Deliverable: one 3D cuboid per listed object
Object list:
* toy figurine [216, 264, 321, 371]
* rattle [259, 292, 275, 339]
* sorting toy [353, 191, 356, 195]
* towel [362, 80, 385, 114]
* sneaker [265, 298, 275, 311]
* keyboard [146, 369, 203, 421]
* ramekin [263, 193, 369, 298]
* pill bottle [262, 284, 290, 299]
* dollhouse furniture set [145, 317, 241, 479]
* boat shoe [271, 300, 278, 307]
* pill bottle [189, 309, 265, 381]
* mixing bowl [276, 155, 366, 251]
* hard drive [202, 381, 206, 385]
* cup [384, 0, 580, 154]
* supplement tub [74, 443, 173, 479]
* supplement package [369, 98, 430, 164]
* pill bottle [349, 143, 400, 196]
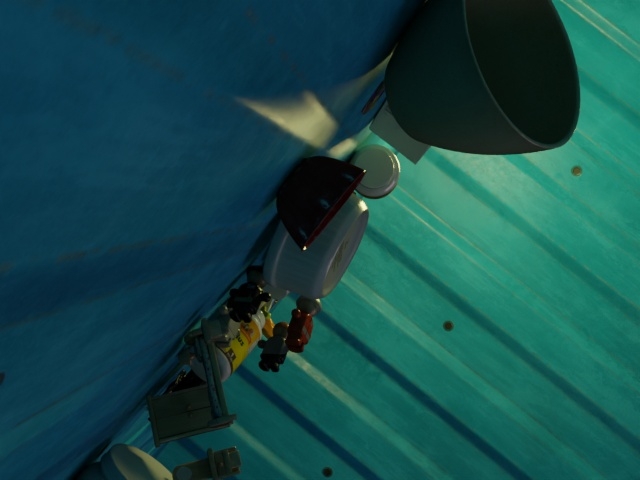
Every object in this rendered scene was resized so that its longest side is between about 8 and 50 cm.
[{"bbox_3d":[-0.125,0.178,1.720,0.209,0.213,0.148,-50,-165,49],"label":"toy figurine"},{"bbox_3d":[-0.155,0.219,2.387,0.200,0.143,0.130,-46,161,30],"label":"rattle"},{"bbox_3d":[0.049,-0.009,2.064,0.348,0.047,0.196,124,-16,-63],"label":"sorting toy"},{"bbox_3d":[0.114,-0.292,1.516,0.083,0.009,0.060,-53,176,33],"label":"towel"},{"bbox_3d":[-0.177,0.204,2.543,0.152,0.058,0.084,-58,168,5],"label":"sneaker"},{"bbox_3d":[-0.328,0.355,1.902,0.201,0.033,0.317,-28,-167,36],"label":"keyboard"},{"bbox_3d":[0.000,0.000,1.595,0.273,0.127,0.273,-59,167,-22],"label":"ramekin"},{"bbox_3d":[-0.078,0.070,1.965,0.187,0.112,0.112,-48,175,-47],"label":"pill bottle"},{"bbox_3d":[-0.270,0.355,1.555,0.173,0.303,0.355,-12,164,-13],"label":"dollhouse furniture set"},{"bbox_3d":[-0.190,0.215,2.596,0.152,0.056,0.049,-39,176,-28],"label":"boat shoe"},{"bbox_3d":[-0.222,0.244,1.843,0.117,0.117,0.215,-54,176,39],"label":"pill bottle"},{"bbox_3d":[-0.013,-0.080,1.312,0.181,0.098,0.181,-52,178,-3],"label":"mixing bowl"},{"bbox_3d":[-0.374,0.445,2.415,0.172,0.054,0.255,-45,175,-8],"label":"hard drive"},{"bbox_3d":[0.249,-0.282,1.278,0.237,0.331,0.331,-16,-156,44],"label":"cup"},{"bbox_3d":[-0.471,0.631,1.613,0.331,0.241,0.241,-51,177,-1],"label":"supplement tub"},{"bbox_3d":[0.253,-0.330,1.773,0.203,0.149,0.194,-49,176,-39],"label":"supplement package"},{"bbox_3d":[0.142,-0.182,1.995,0.136,0.136,0.245,-51,177,3],"label":"pill bottle"}]
